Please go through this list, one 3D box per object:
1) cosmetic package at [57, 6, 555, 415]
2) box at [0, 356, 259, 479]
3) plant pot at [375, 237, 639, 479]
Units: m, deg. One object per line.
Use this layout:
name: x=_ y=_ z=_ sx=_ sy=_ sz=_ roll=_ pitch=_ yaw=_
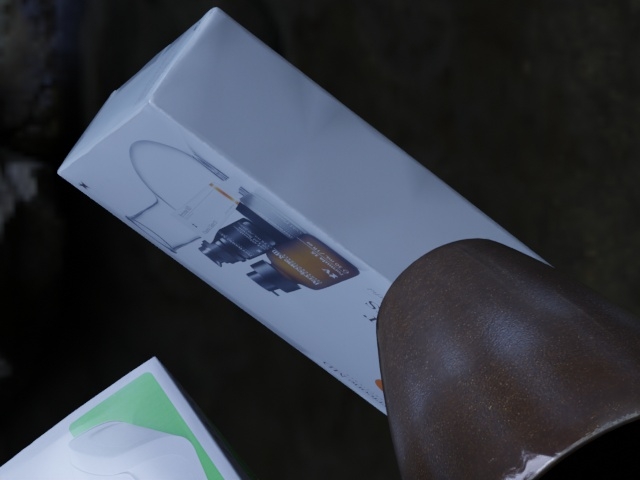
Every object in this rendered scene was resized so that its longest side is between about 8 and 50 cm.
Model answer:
cosmetic package: x=0.000 y=0.000 z=1.430 sx=0.097 sy=0.377 sz=0.284 roll=-57 pitch=12 yaw=-17
box: x=-0.033 y=0.228 z=0.928 sx=0.262 sy=0.127 sz=0.231 roll=51 pitch=175 yaw=38
plant pot: x=0.127 y=0.107 z=1.116 sx=0.230 sy=0.215 sz=0.215 roll=55 pitch=136 yaw=45
